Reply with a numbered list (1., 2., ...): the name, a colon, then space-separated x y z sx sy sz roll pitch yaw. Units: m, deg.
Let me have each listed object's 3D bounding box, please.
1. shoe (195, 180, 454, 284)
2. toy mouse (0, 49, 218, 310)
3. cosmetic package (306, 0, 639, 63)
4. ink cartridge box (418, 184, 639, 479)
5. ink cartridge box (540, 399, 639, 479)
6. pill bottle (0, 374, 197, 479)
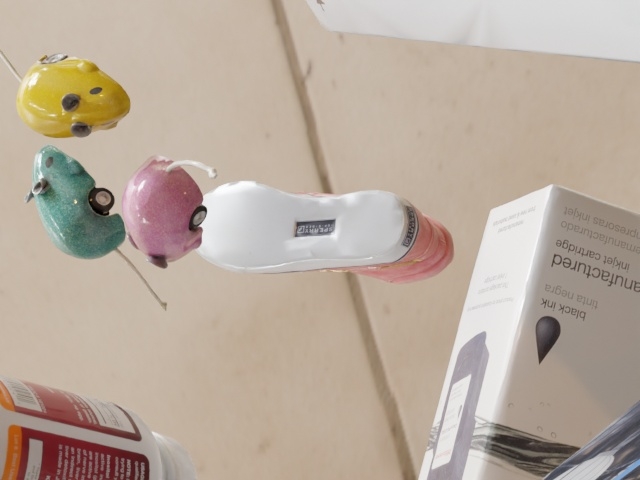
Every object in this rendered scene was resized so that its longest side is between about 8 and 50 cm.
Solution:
1. shoe: 0.000 0.000 1.110 0.178 0.081 0.063 0 76 32
2. toy mouse: -0.102 -0.017 0.779 0.161 0.143 0.031 18 43 39
3. cosmetic package: 0.151 -0.182 0.576 0.284 0.377 0.097 -40 110 -11
4. ink cartridge box: 0.153 0.113 0.873 0.172 0.100 0.237 18 79 -11
5. ink cartridge box: 0.159 0.078 0.593 0.332 0.165 0.065 -34 88 -18
6. pill bottle: -0.134 0.115 0.795 0.086 0.152 0.086 -14 67 35
